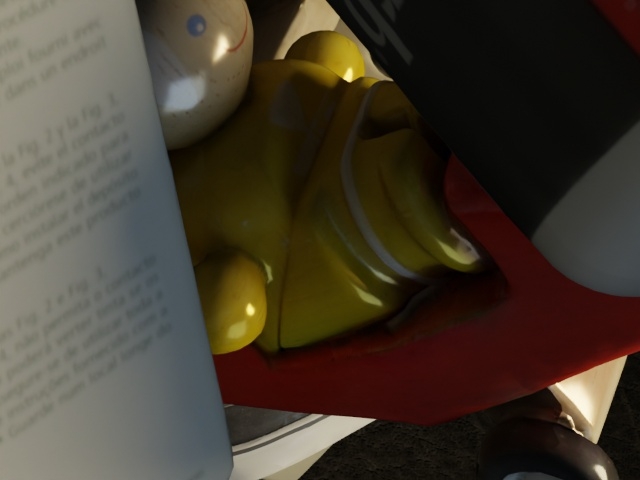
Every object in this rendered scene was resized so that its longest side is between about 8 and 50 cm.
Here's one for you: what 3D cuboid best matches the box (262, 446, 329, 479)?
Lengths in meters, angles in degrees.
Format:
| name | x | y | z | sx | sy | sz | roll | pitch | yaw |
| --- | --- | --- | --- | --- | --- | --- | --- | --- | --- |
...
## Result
| name | x | y | z | sx | sy | sz | roll | pitch | yaw |
| --- | --- | --- | --- | --- | --- | --- | --- | --- | --- |
| box | -0.089 | 0.104 | 1.416 | 0.094 | 0.113 | 0.275 | -47 | 148 | 10 |

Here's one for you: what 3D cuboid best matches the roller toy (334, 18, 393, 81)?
| name | x | y | z | sx | sy | sz | roll | pitch | yaw |
| --- | --- | --- | --- | --- | --- | --- | --- | --- | --- |
| roller toy | 0.019 | -0.086 | 1.085 | 0.209 | 0.146 | 0.191 | -36 | 162 | 10 |

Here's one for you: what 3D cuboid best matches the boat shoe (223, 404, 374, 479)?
| name | x | y | z | sx | sy | sz | roll | pitch | yaw |
| --- | --- | --- | --- | --- | --- | --- | --- | --- | --- |
| boat shoe | 0.039 | 0.015 | 0.989 | 0.301 | 0.108 | 0.102 | -28 | 137 | -1 |

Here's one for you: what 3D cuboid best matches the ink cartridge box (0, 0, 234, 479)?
| name | x | y | z | sx | sy | sz | roll | pitch | yaw |
| --- | --- | --- | --- | --- | --- | --- | --- | --- | --- |
| ink cartridge box | -0.186 | -0.020 | 0.426 | 0.308 | 0.091 | 0.385 | -34 | 129 | -32 |

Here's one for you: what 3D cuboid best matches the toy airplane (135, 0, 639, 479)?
| name | x | y | z | sx | sy | sz | roll | pitch | yaw |
| --- | --- | --- | --- | --- | --- | --- | --- | --- | --- |
| toy airplane | -0.059 | -0.017 | 0.804 | 0.384 | 0.386 | 0.272 | -31 | 131 | -6 |

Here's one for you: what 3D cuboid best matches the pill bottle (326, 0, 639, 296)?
| name | x | y | z | sx | sy | sz | roll | pitch | yaw |
| --- | --- | --- | --- | --- | --- | --- | --- | --- | --- |
| pill bottle | 0.107 | -0.115 | 0.605 | 0.210 | 0.363 | 0.210 | -39 | 171 | -8 |
